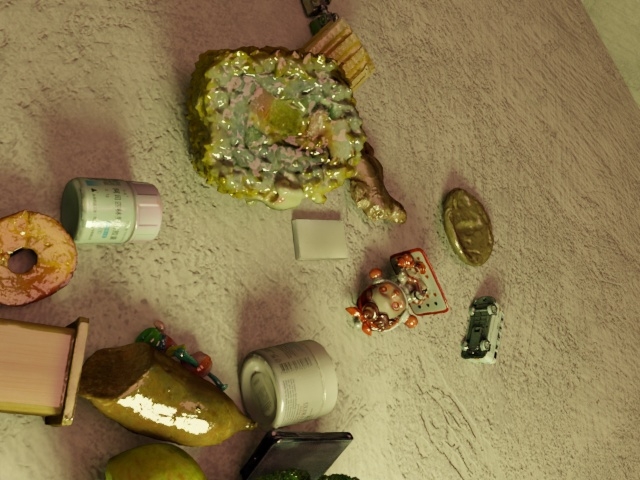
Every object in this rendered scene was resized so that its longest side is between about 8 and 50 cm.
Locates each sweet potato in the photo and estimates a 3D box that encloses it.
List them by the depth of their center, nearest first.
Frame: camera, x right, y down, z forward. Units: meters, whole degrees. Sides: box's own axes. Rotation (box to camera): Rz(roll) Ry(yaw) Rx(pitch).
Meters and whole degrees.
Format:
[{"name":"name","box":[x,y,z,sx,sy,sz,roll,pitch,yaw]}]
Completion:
[{"name":"sweet potato","box":[-0.290,0.317,1.348,0.369,0.157,0.158,38,59,-28]}]

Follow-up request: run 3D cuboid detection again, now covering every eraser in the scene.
[{"name":"eraser","box":[0.000,0.000,1.754,0.150,0.023,0.104,1,78,-35]}]

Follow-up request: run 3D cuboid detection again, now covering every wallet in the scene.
[{"name":"wallet","box":[-0.053,0.473,1.520,0.222,0.167,0.036,10,35,-35]}]

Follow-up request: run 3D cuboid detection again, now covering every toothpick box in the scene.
[{"name":"toothpick box","box":[-0.580,0.213,1.196,0.308,0.190,0.188,13,71,-27]}]

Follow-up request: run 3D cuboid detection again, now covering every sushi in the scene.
[{"name":"sushi","box":[-0.101,-0.249,1.566,0.396,0.240,0.352,-2,99,-24]}]

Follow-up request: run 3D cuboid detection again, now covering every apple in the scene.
[{"name":"apple","box":[-0.318,0.492,1.271,0.246,0.246,0.226,-10,76,-37]}]

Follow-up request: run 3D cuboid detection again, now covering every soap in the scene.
[{"name":"soap","box":[-0.001,-0.419,1.772,0.274,0.089,0.173,-46,112,-17]}]

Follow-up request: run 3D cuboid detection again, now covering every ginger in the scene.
[{"name":"ginger","box":[0.117,-0.172,1.853,0.333,0.080,0.166,56,39,-2]}]

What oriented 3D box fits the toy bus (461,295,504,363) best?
[{"name":"toy bus","box":[0.470,0.259,1.988,0.089,0.087,0.194,35,60,-32]}]

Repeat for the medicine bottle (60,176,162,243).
[{"name":"medicine bottle","box":[-0.420,-0.059,1.403,0.168,0.135,0.135,0,78,-39]}]

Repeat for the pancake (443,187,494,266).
[{"name":"pancake","box":[0.435,-0.041,2.063,0.241,0.050,0.242,14,69,-42]}]

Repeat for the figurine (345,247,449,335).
[{"name":"figurine","box":[0.171,0.152,1.771,0.226,0.160,0.184,-26,92,-29]}]

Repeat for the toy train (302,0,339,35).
[{"name":"toy train","box":[0.001,-0.612,1.881,0.060,0.081,0.202,-16,81,-40]}]

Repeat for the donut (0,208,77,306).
[{"name":"donut","box":[-0.564,0.039,1.313,0.174,0.074,0.190,49,60,-17]}]

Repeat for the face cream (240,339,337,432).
[{"name":"face cream","box":[-0.073,0.315,1.525,0.152,0.177,0.177,-7,82,-35]}]

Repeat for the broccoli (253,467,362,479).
[{"name":"broccoli","box":[-0.073,0.632,1.376,0.413,0.321,0.310,-18,60,-36]}]

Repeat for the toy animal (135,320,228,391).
[{"name":"toy animal","box":[-0.283,0.255,1.439,0.208,0.103,0.100,50,64,-19]}]
